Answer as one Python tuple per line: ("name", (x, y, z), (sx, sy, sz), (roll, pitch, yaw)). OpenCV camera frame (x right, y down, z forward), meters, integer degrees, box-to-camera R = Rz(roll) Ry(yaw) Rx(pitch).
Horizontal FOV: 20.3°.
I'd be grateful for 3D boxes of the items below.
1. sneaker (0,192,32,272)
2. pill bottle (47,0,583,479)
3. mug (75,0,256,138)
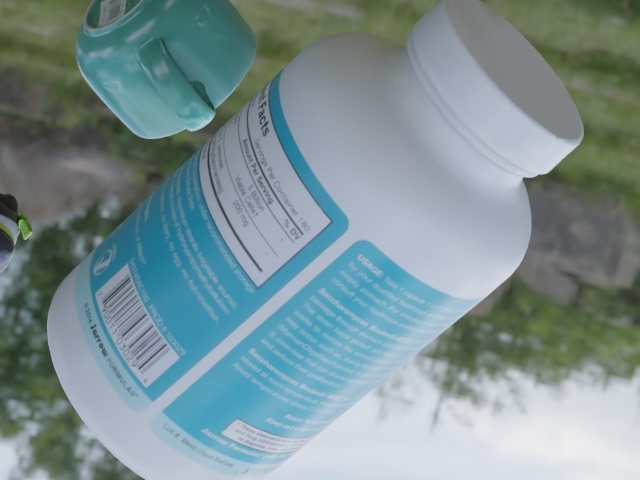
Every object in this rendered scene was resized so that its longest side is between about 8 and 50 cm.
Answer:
("sneaker", (-0.355, -0.049, 1.518), (0.234, 0.084, 0.097), (34, -141, -19))
("pill bottle", (0.000, 0.000, 0.869), (0.146, 0.264, 0.146), (38, -153, -23))
("mug", (-0.122, -0.158, 1.414), (0.157, 0.129, 0.097), (9, 147, 51))
